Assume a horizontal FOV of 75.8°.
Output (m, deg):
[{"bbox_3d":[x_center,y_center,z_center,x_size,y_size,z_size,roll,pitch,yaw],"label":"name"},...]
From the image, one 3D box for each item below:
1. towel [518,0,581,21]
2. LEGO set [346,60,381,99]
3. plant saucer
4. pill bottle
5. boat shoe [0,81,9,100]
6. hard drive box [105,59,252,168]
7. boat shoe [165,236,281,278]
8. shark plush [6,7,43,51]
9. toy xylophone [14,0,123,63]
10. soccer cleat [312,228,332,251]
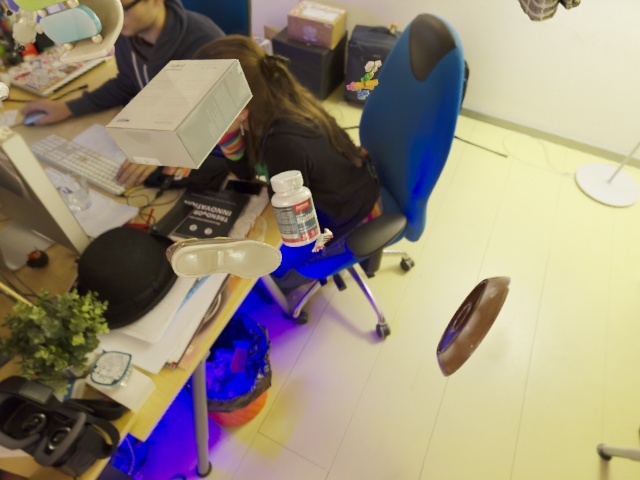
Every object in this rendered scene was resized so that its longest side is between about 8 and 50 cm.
[{"bbox_3d":[0.163,-0.348,0.334,0.121,0.235,0.284,-27,78,17],"label":"towel"},{"bbox_3d":[0.179,-0.690,1.810,0.093,0.227,0.087,-7,82,-21],"label":"LEGO set"},{"bbox_3d":[0.389,0.213,1.083,0.050,0.311,0.311,33,57,11],"label":"plant saucer"},{"bbox_3d":[-0.070,-0.085,1.087,0.107,0.180,0.108,-12,25,6],"label":"pill bottle"},{"bbox_3d":[-0.685,-0.263,0.813,0.066,0.063,0.184,-23,25,18],"label":"boat shoe"},{"bbox_3d":[-0.275,-0.259,0.822,0.181,0.089,0.232,10,55,24],"label":"hard drive box"},{"bbox_3d":[-0.266,0.044,1.164,0.324,0.117,0.096,-1,20,-37],"label":"boat shoe"},{"bbox_3d":[-0.692,-0.502,0.974,0.073,0.161,0.067,1,68,-32],"label":"shark plush"},{"bbox_3d":[-0.370,-0.398,0.522,0.236,0.323,0.081,-1,51,34],"label":"toy xylophone"},{"bbox_3d":[0.000,0.000,1.168,0.083,0.029,0.036,-44,99,-23],"label":"soccer cleat"}]
